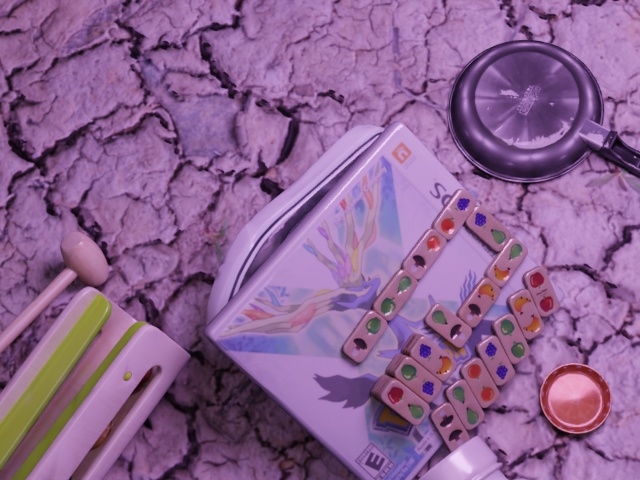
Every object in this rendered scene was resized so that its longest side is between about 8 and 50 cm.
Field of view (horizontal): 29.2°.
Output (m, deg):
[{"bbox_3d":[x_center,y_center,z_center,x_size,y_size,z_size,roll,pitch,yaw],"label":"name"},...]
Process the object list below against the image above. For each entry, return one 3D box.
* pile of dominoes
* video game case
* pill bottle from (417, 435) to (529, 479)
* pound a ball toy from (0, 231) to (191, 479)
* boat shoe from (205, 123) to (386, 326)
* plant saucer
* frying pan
[{"bbox_3d":[0.161,0.097,1.395,0.196,0.040,0.251,39,81,-16],"label":"pile of dominoes"},{"bbox_3d":[0.081,0.084,1.406,0.300,0.036,0.329,45,80,-15],"label":"video game case"},{"bbox_3d":[0.206,0.335,1.343,0.131,0.131,0.229,-36,74,-7],"label":"pill bottle"},{"bbox_3d":[-0.295,0.174,1.447,0.208,0.136,0.319,26,75,37],"label":"pound a ball toy"},{"bbox_3d":[0.000,0.000,1.451,0.119,0.121,0.335,29,75,37],"label":"boat shoe"},{"bbox_3d":[0.299,0.186,1.444,0.083,0.013,0.083,-1,73,3],"label":"plant saucer"},{"bbox_3d":[0.298,-0.122,1.524,0.197,0.053,0.326,-38,71,-7],"label":"frying pan"}]
